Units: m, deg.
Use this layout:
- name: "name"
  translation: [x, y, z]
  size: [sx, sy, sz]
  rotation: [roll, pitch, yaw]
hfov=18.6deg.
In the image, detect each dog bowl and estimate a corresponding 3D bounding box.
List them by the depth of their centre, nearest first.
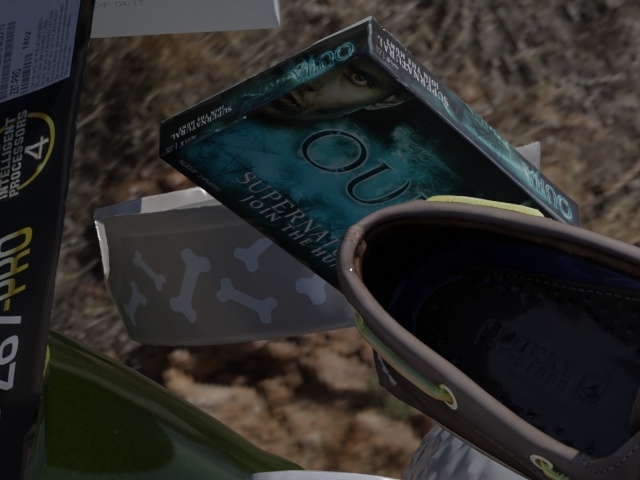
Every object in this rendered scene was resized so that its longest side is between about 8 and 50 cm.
- name: "dog bowl"
  translation: [0.000, 0.000, 1.456]
  size: [0.349, 0.349, 0.102]
  rotation: [-11, 95, -27]

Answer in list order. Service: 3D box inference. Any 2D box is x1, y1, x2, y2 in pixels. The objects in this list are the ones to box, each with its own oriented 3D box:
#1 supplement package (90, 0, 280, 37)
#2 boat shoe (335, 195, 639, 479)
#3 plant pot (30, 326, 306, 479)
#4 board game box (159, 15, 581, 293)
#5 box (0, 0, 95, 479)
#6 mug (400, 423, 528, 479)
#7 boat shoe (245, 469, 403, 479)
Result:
- name: "supplement package"
  translation: [-0.169, -0.267, 1.443]
  size: [0.262, 0.204, 0.145]
  rotation: [-3, 56, 4]
- name: "boat shoe"
  translation: [0.141, 0.065, 0.756]
  size: [0.116, 0.324, 0.097]
  rotation: [-58, 140, -9]
- name: "plant pot"
  translation: [-0.199, 0.247, 1.584]
  size: [0.353, 0.366, 0.366]
  rotation: [19, 71, -24]
- name: "board game box"
  translation: [0.028, -0.029, 0.964]
  size: [0.186, 0.126, 0.026]
  rotation: [36, 40, -41]
- name: "box"
  translation: [-0.269, -0.075, 1.055]
  size: [0.318, 0.395, 0.097]
  rotation: [38, 44, 28]
- name: "mug"
  translation: [0.127, 0.204, 1.019]
  size: [0.374, 0.328, 0.276]
  rotation: [-26, 84, -1]
- name: "boat shoe"
  translation: [0.073, 0.168, 0.768]
  size: [0.267, 0.096, 0.088]
  rotation: [32, 60, -35]
